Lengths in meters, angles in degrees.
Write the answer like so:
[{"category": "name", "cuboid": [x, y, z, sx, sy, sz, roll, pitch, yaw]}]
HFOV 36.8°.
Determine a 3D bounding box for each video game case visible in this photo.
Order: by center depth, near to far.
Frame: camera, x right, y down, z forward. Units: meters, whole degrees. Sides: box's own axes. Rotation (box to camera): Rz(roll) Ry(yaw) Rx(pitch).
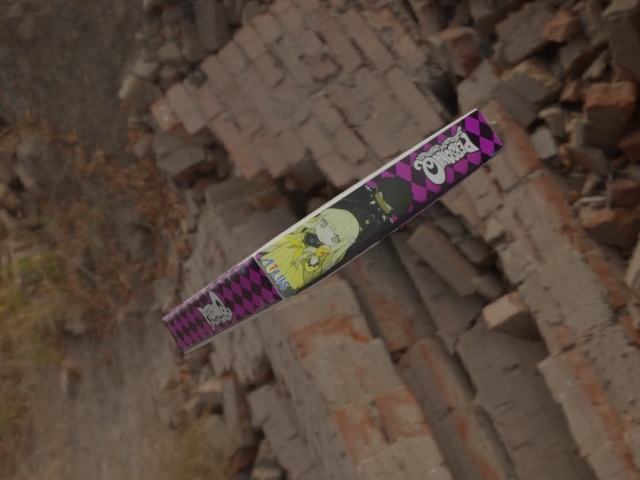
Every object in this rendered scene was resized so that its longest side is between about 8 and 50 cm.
[{"category": "video game case", "cuboid": [0.000, 0.000, 0.730, 0.042, 0.210, 0.232, 57, 153, -1]}]
